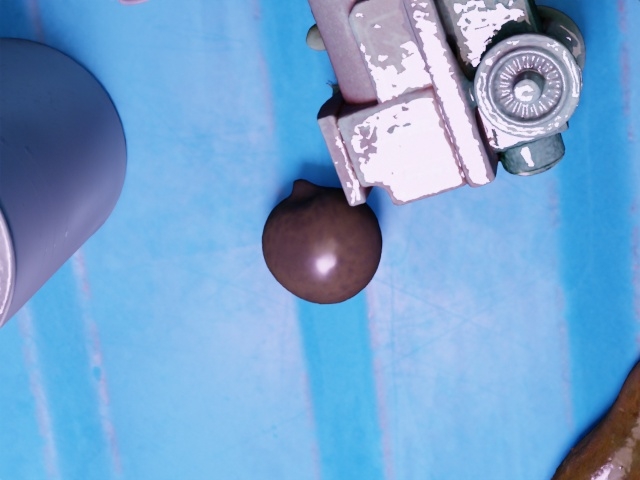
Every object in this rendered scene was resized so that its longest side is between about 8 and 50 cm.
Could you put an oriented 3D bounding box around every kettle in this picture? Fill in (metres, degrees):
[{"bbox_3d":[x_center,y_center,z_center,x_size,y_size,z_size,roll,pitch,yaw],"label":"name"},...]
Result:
[{"bbox_3d":[-0.306,-0.014,1.073,0.205,0.318,0.265,43,106,-10],"label":"kettle"}]

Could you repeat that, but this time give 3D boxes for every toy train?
[{"bbox_3d":[0.084,-0.181,1.074,0.221,0.150,0.304,-15,107,17],"label":"toy train"}]

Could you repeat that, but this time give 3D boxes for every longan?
[{"bbox_3d":[0.000,0.000,1.165,0.113,0.092,0.113,3,97,28],"label":"longan"}]

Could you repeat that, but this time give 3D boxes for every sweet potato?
[{"bbox_3d":[0.263,0.193,1.206,0.077,0.077,0.244,28,109,-3],"label":"sweet potato"}]

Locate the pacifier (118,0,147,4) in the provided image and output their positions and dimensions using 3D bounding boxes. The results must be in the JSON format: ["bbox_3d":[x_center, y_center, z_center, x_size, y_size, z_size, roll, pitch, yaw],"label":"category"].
[{"bbox_3d":[-0.157,-0.236,1.132,0.083,0.068,0.064,-26,69,-4],"label":"pacifier"}]
